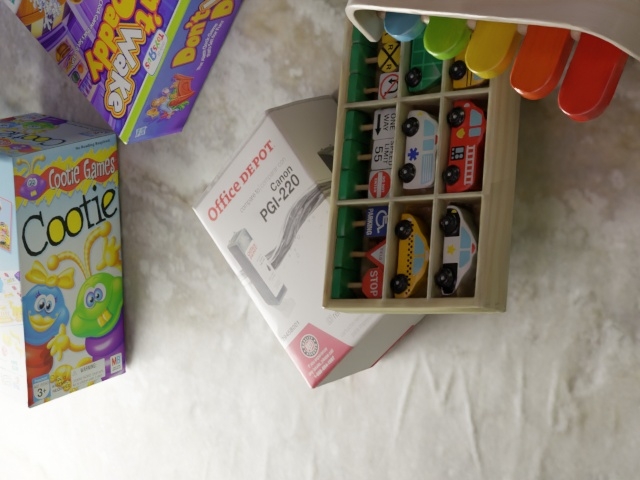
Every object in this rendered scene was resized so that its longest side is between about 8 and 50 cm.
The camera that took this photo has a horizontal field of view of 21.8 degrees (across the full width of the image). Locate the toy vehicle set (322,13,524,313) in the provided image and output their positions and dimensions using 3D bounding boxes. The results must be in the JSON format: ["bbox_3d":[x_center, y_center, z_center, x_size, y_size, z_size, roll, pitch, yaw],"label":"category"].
[{"bbox_3d":[0.084,-0.072,1.374,0.166,0.035,0.267,-4,77,41],"label":"toy vehicle set"}]

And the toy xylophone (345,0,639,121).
[{"bbox_3d":[0.157,-0.232,1.272,0.322,0.081,0.236,25,86,45],"label":"toy xylophone"}]

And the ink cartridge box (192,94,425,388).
[{"bbox_3d":[0.000,0.000,1.521,0.218,0.092,0.158,57,134,17],"label":"ink cartridge box"}]

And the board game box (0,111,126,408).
[{"bbox_3d":[-0.310,0.017,1.793,0.144,0.142,0.275,16,114,40],"label":"board game box"}]

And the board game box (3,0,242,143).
[{"bbox_3d":[-0.168,-0.300,1.599,0.233,0.078,0.347,48,131,23],"label":"board game box"}]
